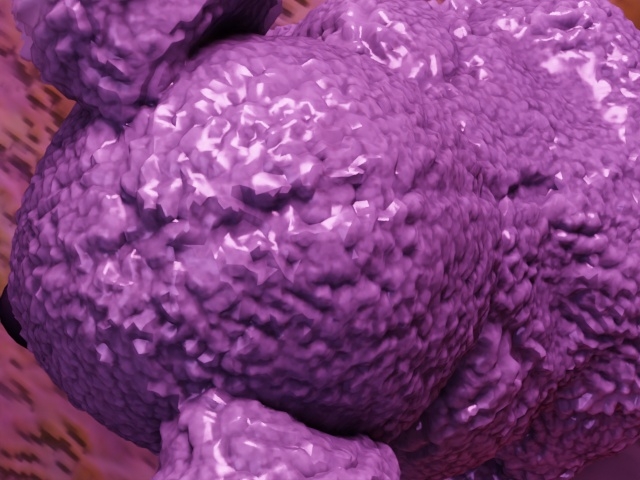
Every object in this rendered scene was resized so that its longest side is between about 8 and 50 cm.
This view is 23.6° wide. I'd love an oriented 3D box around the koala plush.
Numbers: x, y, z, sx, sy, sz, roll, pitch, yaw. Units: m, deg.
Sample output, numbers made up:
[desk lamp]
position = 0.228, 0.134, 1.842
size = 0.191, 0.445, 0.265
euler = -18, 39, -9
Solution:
[koala plush]
position = 0.000, 0.000, 0.397
size = 0.203, 0.221, 0.196
euler = -12, 83, 20
